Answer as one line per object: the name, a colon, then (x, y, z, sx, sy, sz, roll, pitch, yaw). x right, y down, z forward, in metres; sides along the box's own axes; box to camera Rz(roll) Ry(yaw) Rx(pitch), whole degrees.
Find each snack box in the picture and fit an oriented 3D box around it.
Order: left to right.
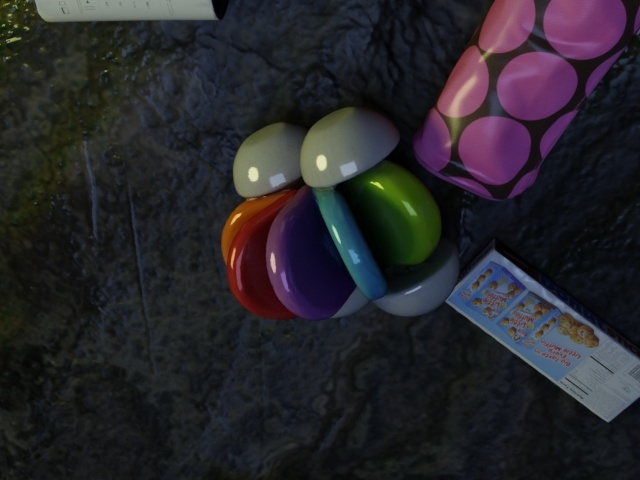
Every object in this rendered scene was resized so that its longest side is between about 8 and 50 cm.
snack box: (0.188, 0.075, 0.859, 0.178, 0.022, 0.064, 36, 119, -9)

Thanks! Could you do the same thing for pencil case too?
pencil case: (0.152, -0.123, 0.723, 0.098, 0.095, 0.209, 28, 122, -7)

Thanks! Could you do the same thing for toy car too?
toy car: (0.000, 0.000, 0.774, 0.182, 0.136, 0.159, -5, 120, 46)

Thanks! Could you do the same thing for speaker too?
speaker: (-0.136, -0.185, 0.765, 0.136, 0.055, 0.055, 1, 118, 11)
